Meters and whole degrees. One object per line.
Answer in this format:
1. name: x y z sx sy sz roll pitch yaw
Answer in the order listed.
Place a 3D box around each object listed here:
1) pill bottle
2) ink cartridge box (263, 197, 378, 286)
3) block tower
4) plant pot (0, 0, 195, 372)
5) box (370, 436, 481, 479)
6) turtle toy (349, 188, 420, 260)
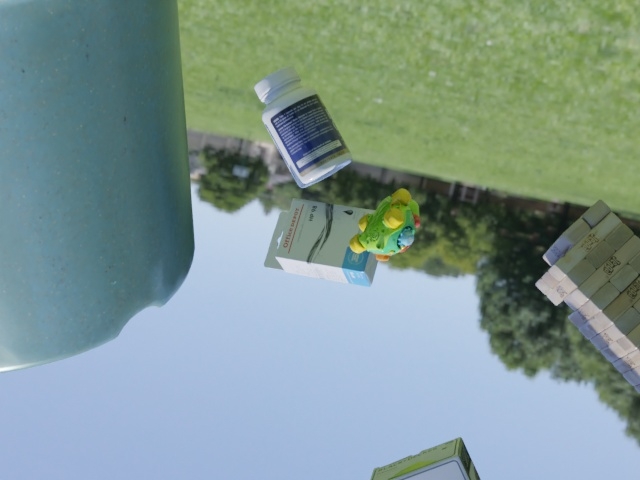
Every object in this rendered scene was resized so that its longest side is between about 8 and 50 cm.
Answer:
1. pill bottle: -0.030 -0.173 1.504 0.094 0.169 0.094 -29 179 -1
2. ink cartridge box: 0.000 0.000 1.524 0.180 0.104 0.060 9 158 18
3. block tower: 0.370 0.117 1.041 0.335 0.091 0.097 47 169 11
4. plant pot: -0.234 -0.114 0.672 0.341 0.334 0.341 -4 -150 2
5. box: 0.211 0.490 1.635 0.169 0.290 0.087 -23 -176 14
6. turtle toy: 0.102 -0.022 1.390 0.066 0.095 0.130 43 -142 -13
